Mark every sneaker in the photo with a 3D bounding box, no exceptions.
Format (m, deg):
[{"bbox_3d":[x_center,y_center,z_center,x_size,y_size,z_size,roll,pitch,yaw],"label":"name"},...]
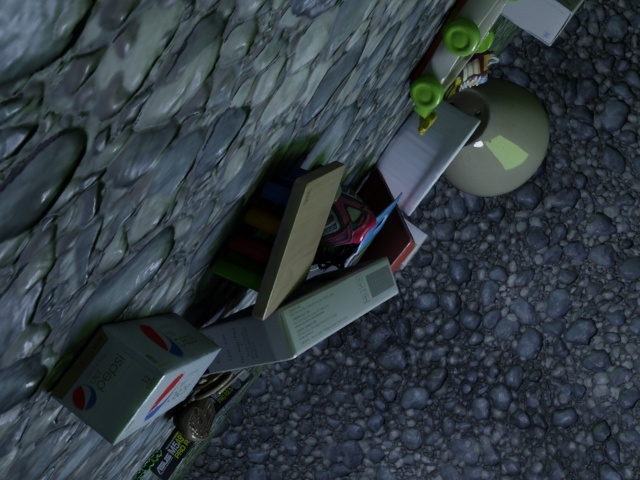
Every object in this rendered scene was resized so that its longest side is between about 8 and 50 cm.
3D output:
[{"bbox_3d":[-0.255,0.356,1.332,0.071,0.066,0.188,-21,177,3],"label":"sneaker"},{"bbox_3d":[0.360,-0.399,1.672,0.185,0.084,0.069,-53,175,-7],"label":"sneaker"},{"bbox_3d":[0.000,0.000,1.030,0.121,0.112,0.299,-52,175,-16],"label":"sneaker"}]

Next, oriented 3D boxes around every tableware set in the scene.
[{"bbox_3d":[-0.186,0.248,1.372,0.128,0.039,0.194,-27,-172,43],"label":"tableware set"}]

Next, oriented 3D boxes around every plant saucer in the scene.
[{"bbox_3d":[0.106,0.012,1.526,0.258,0.047,0.259,-55,-147,29],"label":"plant saucer"}]

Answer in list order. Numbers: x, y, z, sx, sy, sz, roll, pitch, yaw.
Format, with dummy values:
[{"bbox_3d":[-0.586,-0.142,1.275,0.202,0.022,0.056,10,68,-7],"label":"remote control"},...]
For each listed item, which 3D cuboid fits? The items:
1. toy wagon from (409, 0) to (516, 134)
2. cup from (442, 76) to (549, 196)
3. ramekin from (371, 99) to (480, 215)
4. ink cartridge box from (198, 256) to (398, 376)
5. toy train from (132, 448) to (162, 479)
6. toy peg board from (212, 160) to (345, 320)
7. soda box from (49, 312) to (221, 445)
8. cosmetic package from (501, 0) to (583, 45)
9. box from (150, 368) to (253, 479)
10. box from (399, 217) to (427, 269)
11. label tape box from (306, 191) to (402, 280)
[{"bbox_3d":[0.238,-0.327,1.197,0.267,0.068,0.344,-48,173,-41],"label":"toy wagon"},{"bbox_3d":[0.415,-0.298,1.835,0.331,0.331,0.237,-54,150,15],"label":"cup"},{"bbox_3d":[0.239,-0.207,1.617,0.277,0.135,0.277,-52,174,-7],"label":"ramekin"},{"bbox_3d":[-0.067,0.112,0.965,0.261,0.066,0.296,-18,-179,32],"label":"ink cartridge box"},{"bbox_3d":[-0.374,0.487,1.484,0.083,0.017,0.023,-50,-176,-29],"label":"toy train"},{"bbox_3d":[-0.050,-0.017,0.790,0.161,0.079,0.161,-40,151,-69],"label":"toy peg board"},{"bbox_3d":[-0.162,0.120,0.649,0.074,0.069,0.216,-53,175,0],"label":"soda box"},{"bbox_3d":[0.494,-0.563,1.383,0.309,0.160,0.113,-52,174,-19],"label":"cosmetic package"},{"bbox_3d":[-0.285,0.435,1.673,0.216,0.060,0.270,-54,174,18],"label":"box"},{"bbox_3d":[0.173,-0.025,1.845,0.103,0.203,0.114,-53,175,-5],"label":"box"},{"bbox_3d":[0.009,0.040,1.387,0.348,0.115,0.249,-59,173,25],"label":"label tape box"}]
